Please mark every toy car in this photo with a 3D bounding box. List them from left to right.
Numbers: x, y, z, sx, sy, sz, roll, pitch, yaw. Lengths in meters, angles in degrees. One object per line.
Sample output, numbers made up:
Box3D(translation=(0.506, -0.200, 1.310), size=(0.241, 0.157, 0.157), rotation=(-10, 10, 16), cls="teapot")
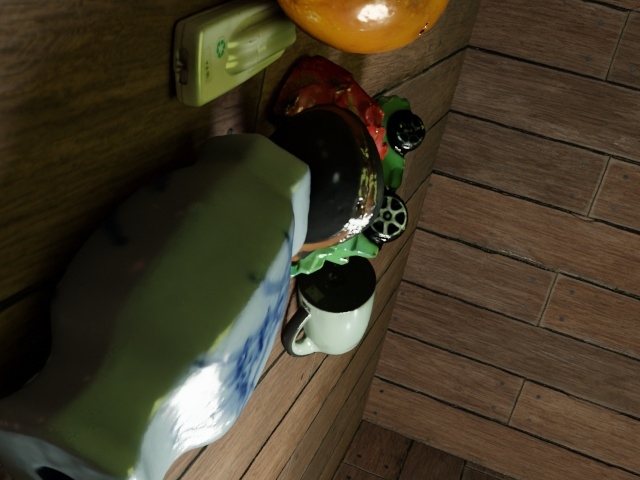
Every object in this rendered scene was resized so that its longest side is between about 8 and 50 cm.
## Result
Box3D(translation=(0.059, -0.093, 1.350), size=(0.213, 0.177, 0.358), rotation=(165, -61, -74), cls="toy car")

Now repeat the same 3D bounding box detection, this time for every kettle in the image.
Box3D(translation=(0.009, 0.156, 1.587), size=(0.221, 0.161, 0.236), rotation=(-34, 154, -21), cls="kettle")

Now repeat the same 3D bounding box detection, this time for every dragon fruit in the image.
Box3D(translation=(0.017, -0.196, 1.152), size=(0.262, 0.163, 0.189), rotation=(12, 69, -76), cls="dragon fruit")

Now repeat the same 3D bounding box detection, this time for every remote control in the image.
Box3D(translation=(-0.090, -0.223, 0.839), size=(0.230, 0.049, 0.090), rotation=(-50, 152, -55), cls="remote control")

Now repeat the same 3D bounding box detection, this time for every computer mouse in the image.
Box3D(translation=(-0.024, -0.071, 0.994), size=(0.323, 0.116, 0.182), rotation=(155, -74, -67), cls="computer mouse")

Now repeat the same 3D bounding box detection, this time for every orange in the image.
Box3D(translation=(0.051, -0.355, 0.838), size=(0.284, 0.226, 0.283), rotation=(11, 90, -74), cls="orange")

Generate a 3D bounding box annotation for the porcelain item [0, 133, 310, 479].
Box3D(translation=(-0.141, 0.075, 0.756), size=(0.242, 0.179, 0.405), rotation=(95, 19, -48), cls="porcelain item")
